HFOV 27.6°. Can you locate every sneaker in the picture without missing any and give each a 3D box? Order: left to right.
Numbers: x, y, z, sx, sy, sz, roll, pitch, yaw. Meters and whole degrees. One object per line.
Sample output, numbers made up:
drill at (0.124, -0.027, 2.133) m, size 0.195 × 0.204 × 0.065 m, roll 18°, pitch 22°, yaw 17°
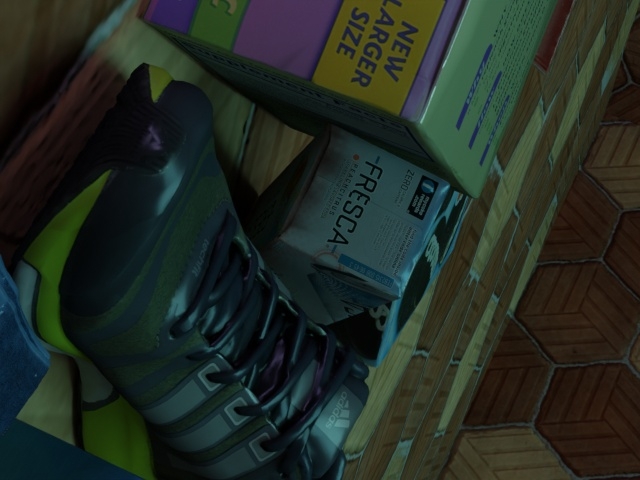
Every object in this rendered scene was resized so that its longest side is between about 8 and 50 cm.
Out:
sneaker at (-0.039, 0.038, 0.536) m, size 0.300 × 0.121 × 0.111 m, roll 85°, pitch 30°, yaw -63°

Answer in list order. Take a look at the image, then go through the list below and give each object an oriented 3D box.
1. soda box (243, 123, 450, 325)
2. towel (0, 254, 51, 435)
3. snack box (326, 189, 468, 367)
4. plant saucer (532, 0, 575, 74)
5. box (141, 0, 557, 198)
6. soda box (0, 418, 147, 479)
soda box at (0.000, 0.000, 0.635) m, size 0.058 × 0.063 × 0.183 m, roll -66°, pitch -173°, yaw -12°
towel at (-0.120, 0.032, 0.408) m, size 0.067 × 0.029 × 0.119 m, roll -59°, pitch 165°, yaw -30°
snack box at (0.082, -0.085, 0.953) m, size 0.187 × 0.060 × 0.322 m, roll -51°, pitch 159°, yaw -52°
plant saucer at (0.228, -0.294, 1.228) m, size 0.259 × 0.048 × 0.258 m, roll -10°, pitch 121°, yaw -75°
box at (0.047, -0.149, 0.591) m, size 0.243 × 0.117 × 0.213 m, roll 20°, pitch 93°, yaw -78°
soda box at (-0.138, 0.170, 0.464) m, size 0.067 × 0.071 × 0.210 m, roll 94°, pitch 22°, yaw -53°
